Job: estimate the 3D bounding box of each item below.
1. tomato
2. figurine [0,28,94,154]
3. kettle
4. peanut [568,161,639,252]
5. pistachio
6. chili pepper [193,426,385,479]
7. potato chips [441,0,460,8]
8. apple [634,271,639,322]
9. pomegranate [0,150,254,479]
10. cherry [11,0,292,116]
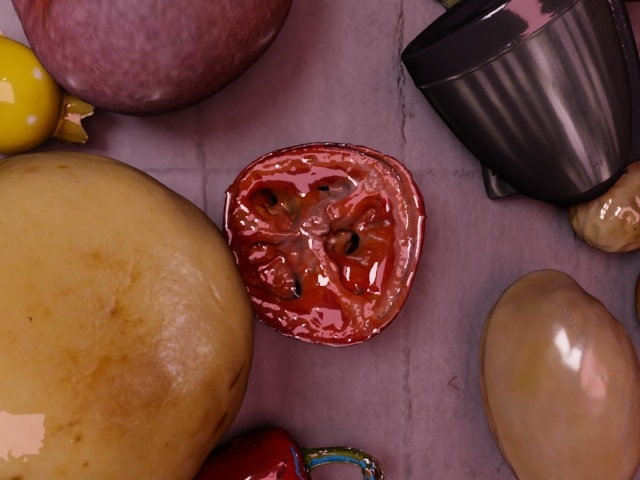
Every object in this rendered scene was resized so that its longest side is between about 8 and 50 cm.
[{"bbox_3d":[0.001,-0.001,0.580,0.228,0.101,0.227,1,84,-10],"label":"tomato"},{"bbox_3d":[-0.355,-0.137,0.486,0.234,0.185,0.127,-1,79,-51],"label":"figurine"},{"bbox_3d":[0.264,-0.168,0.588,0.251,0.207,0.271,-36,109,2],"label":"kettle"},{"bbox_3d":[0.423,-0.068,0.676,0.236,0.110,0.120,-34,88,-19],"label":"peanut"},{"bbox_3d":[0.287,0.178,0.620,0.182,0.162,0.293,-5,97,4],"label":"pistachio"},{"bbox_3d":[-0.123,0.282,0.553,0.388,0.110,0.110,-18,95,-9],"label":"chili pepper"},{"bbox_3d":[0.175,-0.354,0.649,0.142,0.026,0.209,-39,100,-12],"label":"potato chips"},{"bbox_3d":[0.504,0.079,0.667,0.173,0.160,0.195,-19,94,-16],"label":"apple"},{"bbox_3d":[-0.223,0.083,0.420,0.333,0.332,0.332,0,91,-14],"label":"pomegranate"},{"bbox_3d":[-0.154,-0.253,0.473,0.307,0.221,0.261,-28,101,-29],"label":"cherry"}]
